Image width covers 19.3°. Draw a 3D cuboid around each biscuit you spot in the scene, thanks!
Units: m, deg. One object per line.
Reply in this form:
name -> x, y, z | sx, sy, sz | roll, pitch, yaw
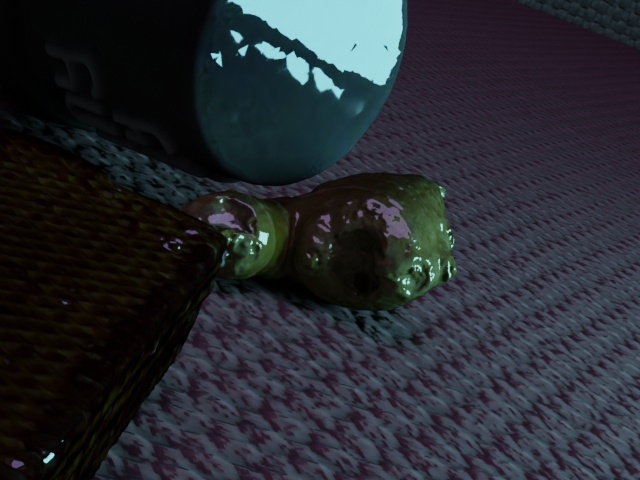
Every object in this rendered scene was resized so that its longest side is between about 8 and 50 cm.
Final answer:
biscuit -> -0.114, 0.040, 0.579 | 0.107, 0.073, 0.388 | 25, 14, 1

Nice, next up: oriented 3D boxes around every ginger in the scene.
ginger -> 0.006, 0.004, 0.941 | 0.165, 0.067, 0.096 | -11, 34, -45

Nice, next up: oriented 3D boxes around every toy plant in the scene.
toy plant -> -0.143, -0.156, 1.078 | 0.279, 0.185, 0.400 | -25, 34, -33
